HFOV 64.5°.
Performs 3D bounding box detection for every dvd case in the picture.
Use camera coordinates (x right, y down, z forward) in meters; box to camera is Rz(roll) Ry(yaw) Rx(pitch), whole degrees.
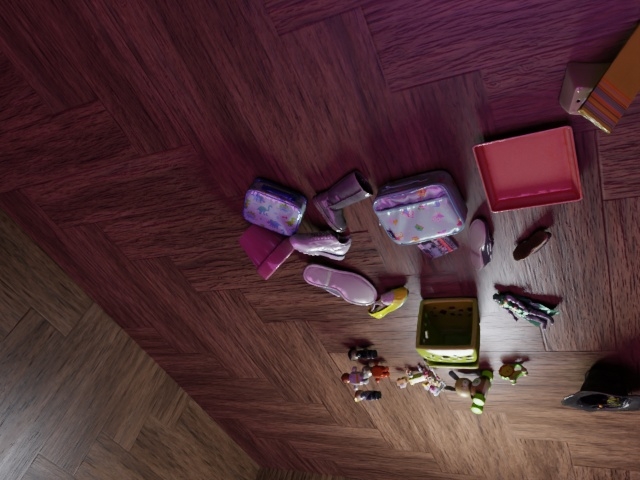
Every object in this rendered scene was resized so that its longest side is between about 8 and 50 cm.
[{"bbox_3d":[0.415,0.019,1.801,0.087,0.013,0.119,42,133,-20],"label":"dvd case"}]

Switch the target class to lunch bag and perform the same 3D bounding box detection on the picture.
[{"bbox_3d":[0.314,-0.105,1.645,0.279,0.108,0.224,-14,127,33],"label":"lunch bag"},{"bbox_3d":[-0.164,-0.121,1.837,0.219,0.090,0.176,20,139,2],"label":"lunch bag"}]

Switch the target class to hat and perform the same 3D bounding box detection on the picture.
[{"bbox_3d":[1.119,0.587,2.007,0.331,0.134,0.331,6,152,3],"label":"hat"}]

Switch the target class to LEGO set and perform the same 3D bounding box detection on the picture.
[{"bbox_3d":[0.458,0.616,2.331,0.287,0.132,0.107,-8,116,59],"label":"LEGO set"}]

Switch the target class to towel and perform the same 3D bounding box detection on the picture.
[{"bbox_3d":[0.701,-0.375,1.173,0.102,0.021,0.237,31,96,-15],"label":"towel"}]

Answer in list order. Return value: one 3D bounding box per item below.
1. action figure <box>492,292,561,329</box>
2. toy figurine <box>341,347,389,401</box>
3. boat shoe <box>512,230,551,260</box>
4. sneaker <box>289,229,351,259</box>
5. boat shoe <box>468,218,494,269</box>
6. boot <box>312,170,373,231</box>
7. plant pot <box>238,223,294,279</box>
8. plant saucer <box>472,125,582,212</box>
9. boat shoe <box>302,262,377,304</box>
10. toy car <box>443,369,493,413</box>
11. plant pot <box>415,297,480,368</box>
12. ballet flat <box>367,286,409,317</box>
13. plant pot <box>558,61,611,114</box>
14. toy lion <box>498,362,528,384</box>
[{"bbox_3d":[0.743,0.254,1.878,0.232,0.063,0.137,25,141,1],"label":"action figure"},{"bbox_3d":[0.202,0.626,2.365,0.148,0.209,0.213,-10,129,37],"label":"toy figurine"},{"bbox_3d":[0.695,0.021,1.659,0.049,0.056,0.152,0,151,-26],"label":"boat shoe"},{"bbox_3d":[0.000,0.000,1.872,0.235,0.090,0.095,9,130,-25],"label":"sneaker"},{"bbox_3d":[0.550,0.004,1.713,0.065,0.075,0.206,-23,128,-15],"label":"boat shoe"},{"bbox_3d":[0.097,-0.131,1.746,0.208,0.076,0.189,-26,123,31],"label":"boot"},{"bbox_3d":[-0.206,0.020,1.939,0.180,0.201,0.201,43,136,0],"label":"plant pot"},{"bbox_3d":[0.601,-0.208,1.469,0.259,0.048,0.258,-9,130,28],"label":"plant saucer"},{"bbox_3d":[0.078,0.169,2.056,0.319,0.116,0.099,21,-179,-9],"label":"boat shoe"},{"bbox_3d":[0.653,0.650,2.262,0.188,0.155,0.149,17,139,24],"label":"toy car"},{"bbox_3d":[0.511,0.374,1.977,0.227,0.228,0.207,-5,137,25],"label":"plant pot"},{"bbox_3d":[0.265,0.252,2.048,0.077,0.077,0.231,17,143,-20],"label":"ballet flat"},{"bbox_3d":[0.657,-0.366,1.248,0.109,0.096,0.109,8,135,15],"label":"plant pot"},{"bbox_3d":[0.809,0.554,2.143,0.100,0.096,0.034,-35,122,-2],"label":"toy lion"}]
